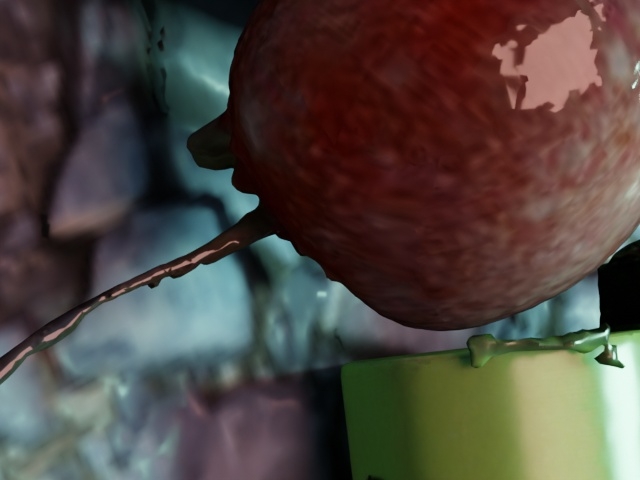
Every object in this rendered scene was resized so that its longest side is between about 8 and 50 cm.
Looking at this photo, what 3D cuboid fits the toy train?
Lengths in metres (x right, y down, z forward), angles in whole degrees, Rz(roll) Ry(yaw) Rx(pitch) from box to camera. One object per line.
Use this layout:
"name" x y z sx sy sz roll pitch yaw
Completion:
"toy train" 0.076 0.126 0.453 0.157 0.105 0.253 -4 86 -31

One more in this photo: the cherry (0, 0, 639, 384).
"cherry" 0.000 0.000 0.387 0.225 0.090 0.107 -43 159 -2
